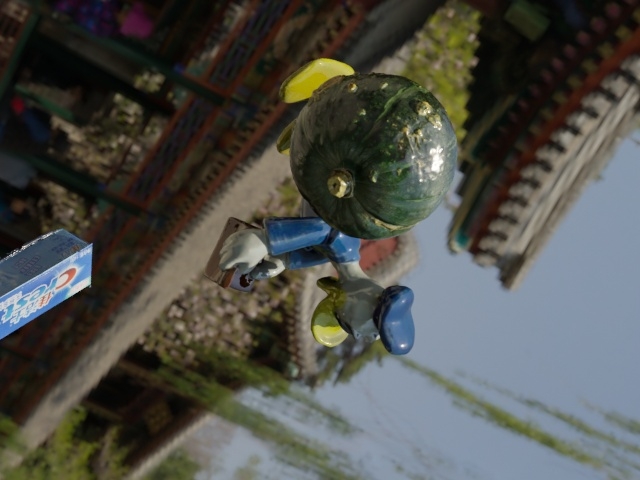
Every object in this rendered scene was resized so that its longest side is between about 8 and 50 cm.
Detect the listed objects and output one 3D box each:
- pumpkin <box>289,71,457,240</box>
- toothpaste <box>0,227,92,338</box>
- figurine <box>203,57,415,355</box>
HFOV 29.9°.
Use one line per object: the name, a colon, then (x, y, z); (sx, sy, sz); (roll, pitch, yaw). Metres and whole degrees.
pumpkin: (0.055, -0.091, 1.274); (0.190, 0.190, 0.146); (-55, 169, 26)
toothpaste: (-0.350, 0.073, 1.243); (0.272, 0.053, 0.066); (-36, 145, -45)
figurine: (0.000, 0.000, 1.436); (0.283, 0.338, 0.204); (-30, 160, -5)
